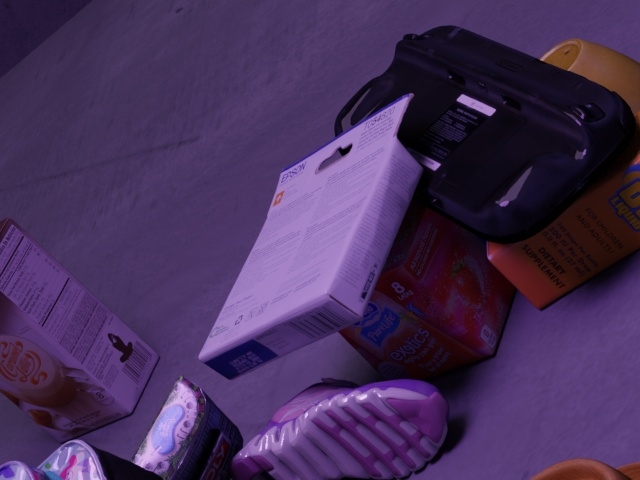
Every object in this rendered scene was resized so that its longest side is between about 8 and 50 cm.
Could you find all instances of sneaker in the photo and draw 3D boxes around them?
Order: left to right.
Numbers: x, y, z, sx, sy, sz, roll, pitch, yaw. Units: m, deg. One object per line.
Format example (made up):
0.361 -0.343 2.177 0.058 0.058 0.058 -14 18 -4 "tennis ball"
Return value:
0.022 0.160 1.660 0.236 0.095 0.104 -26 21 41 "sneaker"

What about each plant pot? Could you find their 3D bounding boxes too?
0.245 -0.131 1.757 0.134 0.095 0.134 -37 24 20 "plant pot"

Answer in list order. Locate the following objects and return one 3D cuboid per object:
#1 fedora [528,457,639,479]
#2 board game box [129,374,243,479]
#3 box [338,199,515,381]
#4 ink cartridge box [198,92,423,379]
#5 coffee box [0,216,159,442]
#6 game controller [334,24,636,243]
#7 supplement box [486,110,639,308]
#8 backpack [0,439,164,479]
0.177 0.208 1.308 0.194 0.079 0.194 -38 23 19 "fedora"
-0.137 0.226 1.669 0.194 0.060 0.194 -61 -19 -12 "board game box"
0.107 -0.006 1.740 0.122 0.128 0.257 -26 29 40 "box"
0.000 0.000 1.668 0.223 0.045 0.224 -28 33 53 "ink cartridge box"
-0.325 0.105 2.150 0.141 0.246 0.098 -26 29 40 "coffee box"
0.134 -0.099 1.662 0.166 0.067 0.319 -51 35 -4 "game controller"
0.254 -0.041 1.610 0.233 0.078 0.080 -36 24 24 "supplement box"
-0.226 0.307 1.480 0.253 0.191 0.225 -41 52 20 "backpack"
